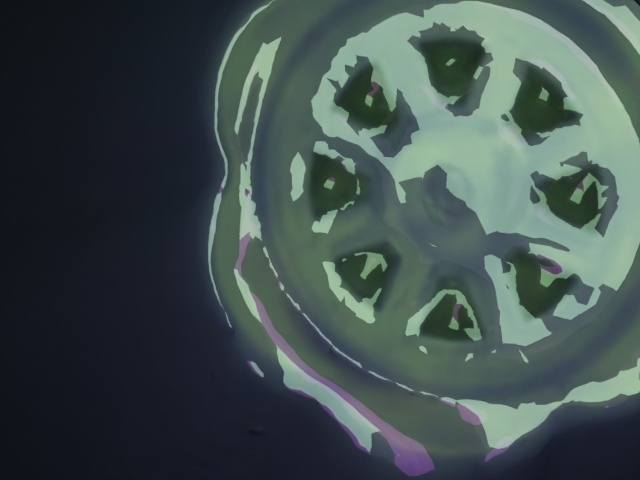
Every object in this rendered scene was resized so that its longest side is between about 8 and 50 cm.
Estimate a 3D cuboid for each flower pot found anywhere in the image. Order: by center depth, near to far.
[{"bbox_3d":[0.000,0.000,0.488,0.265,0.243,0.265,5,105,18],"label":"flower pot"}]
